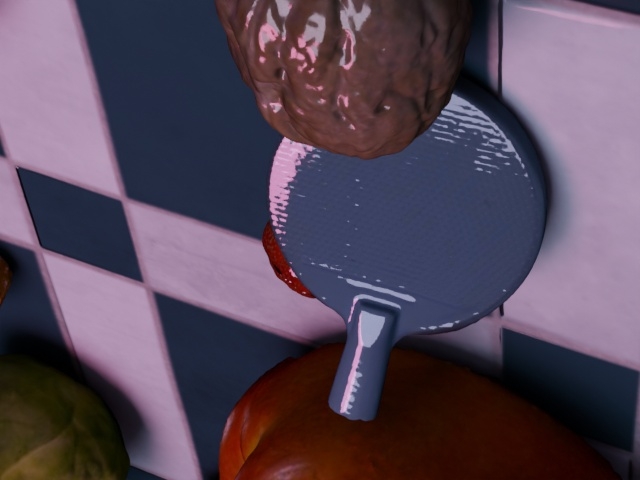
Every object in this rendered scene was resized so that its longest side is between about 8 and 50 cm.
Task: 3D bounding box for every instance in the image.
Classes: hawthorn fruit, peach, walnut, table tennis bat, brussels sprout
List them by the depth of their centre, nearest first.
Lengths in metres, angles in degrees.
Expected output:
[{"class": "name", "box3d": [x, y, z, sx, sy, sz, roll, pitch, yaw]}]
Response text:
[{"class": "walnut", "box3d": [0.015, -0.146, 1.126, 0.178, 0.178, 0.230, 20, 149, 19]}, {"class": "table tennis bat", "box3d": [0.056, 0.007, 1.317, 0.215, 0.044, 0.329, 16, 127, 5]}, {"class": "hawthorn fruit", "box3d": [0.000, 0.000, 1.403, 0.093, 0.093, 0.093, 22, 145, 16]}, {"class": "peach", "box3d": [0.071, 0.291, 1.508, 0.406, 0.310, 0.335, 31, 143, 3]}, {"class": "brussels sprout", "box3d": [-0.322, 0.252, 1.880, 0.219, 0.210, 0.271, 34, 162, 6]}]

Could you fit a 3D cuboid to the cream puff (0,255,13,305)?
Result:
[{"class": "cream puff", "box3d": [-0.375, 0.051, 1.749, 0.094, 0.122, 0.116, 33, 108, -13]}]
